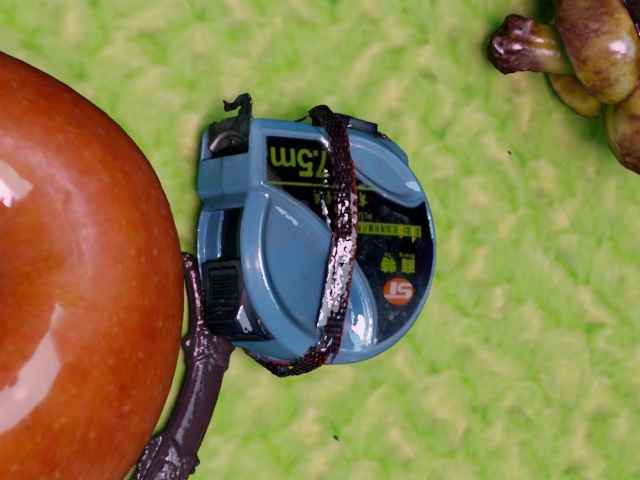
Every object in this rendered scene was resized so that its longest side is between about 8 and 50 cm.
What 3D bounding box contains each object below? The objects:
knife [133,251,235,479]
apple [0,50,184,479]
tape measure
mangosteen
[{"bbox_3d":[-0.081,0.118,0.777,0.045,0.021,0.222,19,77,-31],"label":"knife"},{"bbox_3d":[-0.185,0.032,0.606,0.271,0.206,0.252,-4,91,-30],"label":"apple"},{"bbox_3d":[0.000,0.000,0.787,0.125,0.081,0.146,7,83,-37],"label":"tape measure"},{"bbox_3d":[0.204,-0.127,0.865,0.217,0.192,0.192,-18,103,5],"label":"mangosteen"}]
